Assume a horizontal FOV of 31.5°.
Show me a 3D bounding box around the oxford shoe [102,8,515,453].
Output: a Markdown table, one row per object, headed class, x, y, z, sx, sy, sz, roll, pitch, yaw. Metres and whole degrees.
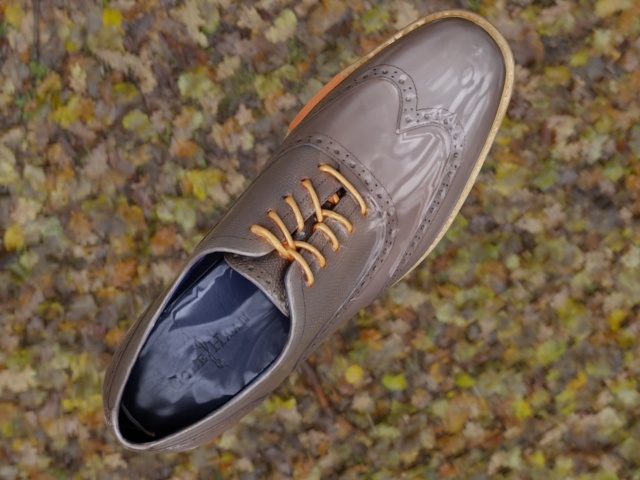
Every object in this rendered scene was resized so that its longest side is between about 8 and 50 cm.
| class | x | y | z | sx | sy | sz | roll | pitch | yaw |
| --- | --- | --- | --- | --- | --- | --- | --- | --- | --- |
| oxford shoe | 0.000 | 0.000 | 0.726 | 0.130 | 0.133 | 0.364 | 39 | 92 | -1 |
